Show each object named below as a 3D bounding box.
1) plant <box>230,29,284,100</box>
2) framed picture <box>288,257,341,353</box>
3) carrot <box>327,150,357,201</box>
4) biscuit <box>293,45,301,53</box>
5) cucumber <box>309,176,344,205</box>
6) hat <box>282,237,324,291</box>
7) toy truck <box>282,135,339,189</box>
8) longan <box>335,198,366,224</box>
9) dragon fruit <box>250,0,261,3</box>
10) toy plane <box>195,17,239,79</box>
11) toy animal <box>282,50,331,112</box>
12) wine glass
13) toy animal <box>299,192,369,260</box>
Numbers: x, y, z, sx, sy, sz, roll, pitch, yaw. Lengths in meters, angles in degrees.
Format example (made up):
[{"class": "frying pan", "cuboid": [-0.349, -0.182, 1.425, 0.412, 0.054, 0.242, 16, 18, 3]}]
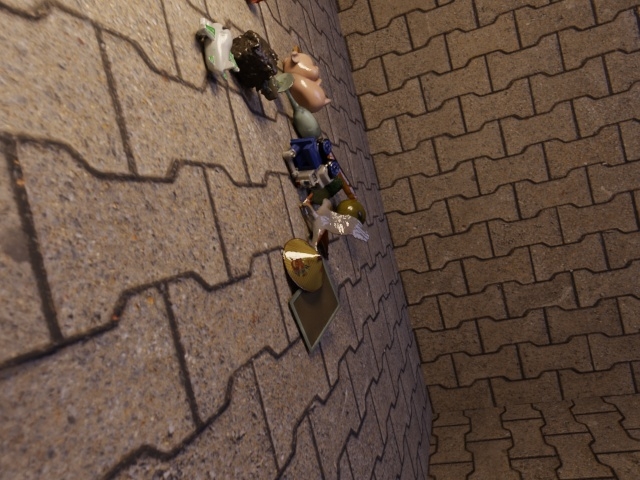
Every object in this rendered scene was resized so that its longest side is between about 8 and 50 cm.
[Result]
[{"class": "plant", "cuboid": [-0.196, -0.545, 1.408, 0.203, 0.132, 0.142, 47, 31, -61]}, {"class": "framed picture", "cuboid": [-0.015, 0.216, 1.519, 0.274, 0.017, 0.216, -48, 124, -53]}, {"class": "carrot", "cuboid": [0.091, -0.310, 2.163, 0.314, 0.066, 0.066, 57, 22, -14]}, {"class": "biscuit", "cuboid": [-0.090, -0.829, 2.129, 0.184, 0.027, 0.133, 53, 28, -56]}, {"class": "cucumber", "cuboid": [0.035, -0.235, 1.976, 0.359, 0.097, 0.096, -52, 127, -69]}, {"class": "hat", "cuboid": [-0.028, 0.065, 1.465, 0.193, 0.082, 0.192, 30, 45, -35]}, {"class": "toy truck", "cuboid": [-0.044, -0.287, 1.710, 0.177, 0.161, 0.213, -56, 134, -41]}, {"class": "longan", "cuboid": [0.140, -0.123, 2.168, 0.176, 0.145, 0.154, -174, -90, -67]}, {"class": "dragon fruit", "cuboid": [-0.243, -0.905, 1.614, 0.116, 0.081, 0.086, -17, 96, -49]}, {"class": "toy plane", "cuboid": [-0.277, -0.525, 1.226, 0.174, 0.080, 0.173, -15, 90, -74]}, {"class": "toy animal", "cuboid": [-0.070, -0.651, 1.858, 0.154, 0.167, 0.249, -31, 107, -29]}, {"class": "wine glass", "cuboid": [-0.112, -0.446, 1.761, 0.309, 0.097, 0.264, 52, 50, -56]}, {"class": "toy animal", "cuboid": [-0.010, -0.021, 1.707, 0.284, 0.225, 0.301, -41, 105, -48]}]
